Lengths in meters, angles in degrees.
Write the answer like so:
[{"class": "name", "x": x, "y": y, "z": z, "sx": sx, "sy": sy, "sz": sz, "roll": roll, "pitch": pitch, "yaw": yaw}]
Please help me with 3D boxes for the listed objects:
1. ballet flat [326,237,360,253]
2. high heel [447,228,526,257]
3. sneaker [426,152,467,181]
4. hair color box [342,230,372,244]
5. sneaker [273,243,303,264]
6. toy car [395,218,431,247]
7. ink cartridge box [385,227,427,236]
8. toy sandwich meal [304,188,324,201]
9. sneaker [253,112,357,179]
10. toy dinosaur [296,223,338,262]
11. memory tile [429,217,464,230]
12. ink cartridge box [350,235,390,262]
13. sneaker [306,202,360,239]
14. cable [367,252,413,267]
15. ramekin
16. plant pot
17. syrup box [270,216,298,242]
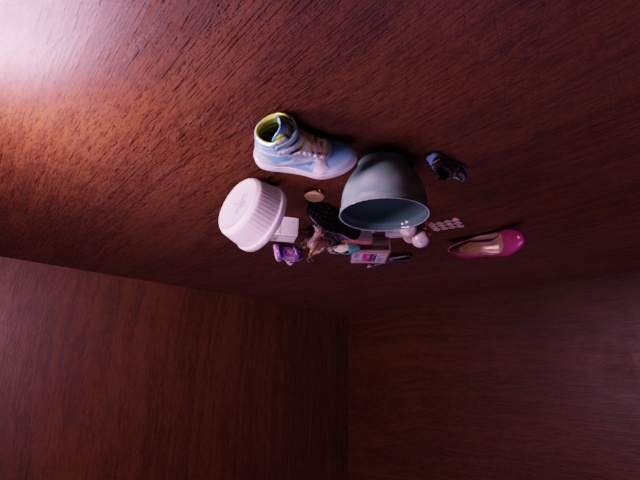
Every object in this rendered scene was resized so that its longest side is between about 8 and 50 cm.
[{"class": "ballet flat", "x": 0.087, "y": 0.030, "z": 2.170, "sx": 0.087, "sy": 0.083, "sz": 0.247, "roll": -13, "pitch": -173, "yaw": -39}, {"class": "high heel", "x": 0.787, "y": 0.026, "z": 2.079, "sx": 0.181, "sy": 0.127, "sz": 0.377, "roll": -3, "pitch": 167, "yaw": -20}, {"class": "sneaker", "x": 0.419, "y": -0.227, "z": 1.448, "sx": 0.188, "sy": 0.078, "sz": 0.067, "roll": 15, "pitch": 157, "yaw": -37}, {"class": "hair color box", "x": 0.176, "y": -0.024, "z": 2.077, "sx": 0.141, "sy": 0.072, "sz": 0.043, "roll": 7, "pitch": 161, "yaw": -13}, {"class": "sneaker", "x": -0.170, "y": 0.068, "z": 2.360, "sx": 0.104, "sy": 0.095, "sz": 0.236, "roll": -14, "pitch": 162, "yaw": 21}, {"class": "toy car", "x": 0.397, "y": -0.063, "z": 1.852, "sx": 0.182, "sy": 0.136, "sz": 0.159, "roll": 38, "pitch": -178, "yaw": -17}, {"class": "ink cartridge box", "x": 0.411, "y": -0.046, "z": 2.064, "sx": 0.189, "sy": 0.066, "sz": 0.232, "roll": -4, "pitch": -178, "yaw": 16}, {"class": "toy sandwich meal", "x": -0.023, "y": -0.177, "z": 1.708, "sx": 0.085, "sy": 0.029, "sz": 0.085, "roll": 3, "pitch": 157, "yaw": 1}, {"class": "sneaker", "x": -0.045, "y": -0.276, "z": 1.265, "sx": 0.318, "sy": 0.127, "sz": 0.208, "roll": 1, "pitch": 163, "yaw": -1}, {"class": "toy dinosaur", "x": 0.000, "y": 0.000, "z": 2.111, "sx": 0.200, "sy": 0.127, "sz": 0.295, "roll": -37, "pitch": 173, "yaw": 4}, {"class": "memory tile", "x": 0.576, "y": -0.072, "z": 2.000, "sx": 0.148, "sy": 0.012, "sz": 0.113, "roll": -10, "pitch": 158, "yaw": 30}, {"class": "ink cartridge box", "x": 0.256, "y": 0.052, "z": 2.271, "sx": 0.193, "sy": 0.088, "sz": 0.235, "roll": 0, "pitch": 162, "yaw": 1}, {"class": "sneaker", "x": 0.031, "y": -0.068, "z": 1.880, "sx": 0.283, "sy": 0.107, "sz": 0.124, "roll": 29, "pitch": 159, "yaw": -32}, {"class": "cable", "x": 0.372, "y": 0.091, "z": 2.475, "sx": 0.287, "sy": 0.072, "sz": 0.139, "roll": -18, "pitch": 139, "yaw": 17}, {"class": "ramekin", "x": -0.259, "y": -0.104, "z": 1.597, "sx": 0.272, "sy": 0.273, "sz": 0.127, "roll": -17, "pitch": 142, "yaw": 43}, {"class": "plant pot", "x": 0.210, "y": -0.170, "z": 1.448, "sx": 0.293, "sy": 0.196, "sz": 0.293, "roll": 2, "pitch": 161, "yaw": 1}, {"class": "syrup box", "x": -0.224, "y": -0.056, "z": 1.972, "sx": 0.236, "sy": 0.096, "sz": 0.093, "roll": 6, "pitch": 159, "yaw": -12}]
